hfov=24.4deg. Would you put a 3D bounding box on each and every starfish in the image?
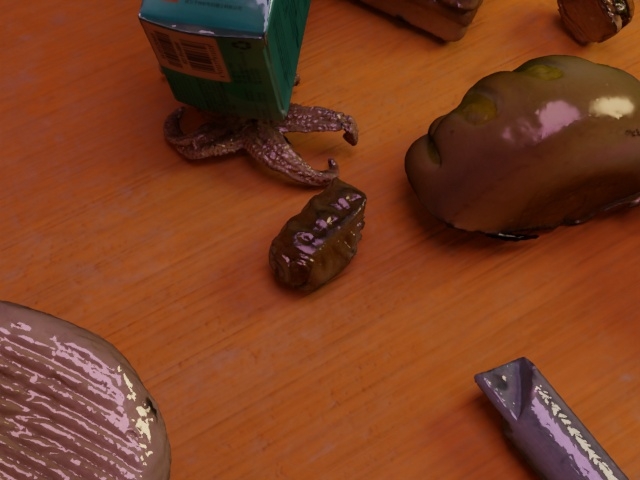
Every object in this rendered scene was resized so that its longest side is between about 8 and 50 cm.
[{"bbox_3d":[-0.068,-0.124,1.415,0.209,0.053,0.150,34,54,15],"label":"starfish"}]

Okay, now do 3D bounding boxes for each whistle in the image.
[{"bbox_3d":[0.241,0.225,1.237,0.062,0.062,0.312,-28,66,-24],"label":"whistle"}]

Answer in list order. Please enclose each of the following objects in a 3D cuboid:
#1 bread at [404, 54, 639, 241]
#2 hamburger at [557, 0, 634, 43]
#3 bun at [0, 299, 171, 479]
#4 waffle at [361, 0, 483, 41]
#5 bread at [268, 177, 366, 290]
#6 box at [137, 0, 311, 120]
[{"bbox_3d":[0.218,-0.106,1.383,0.260,0.156,0.158,-5,57,-32],"label":"bread"},{"bbox_3d":[0.284,-0.244,1.529,0.044,0.083,0.076,-42,106,-23],"label":"hamburger"},{"bbox_3d":[-0.256,0.171,1.133,0.259,0.160,0.259,4,73,-12],"label":"bun"},{"bbox_3d":[0.035,-0.392,1.568,0.376,0.114,0.261,25,58,7],"label":"waffle"},{"bbox_3d":[0.000,0.000,1.342,0.110,0.060,0.066,-46,105,-30],"label":"bread"},{"bbox_3d":[-0.064,-0.290,1.342,0.118,0.205,0.311,10,76,5],"label":"box"}]
